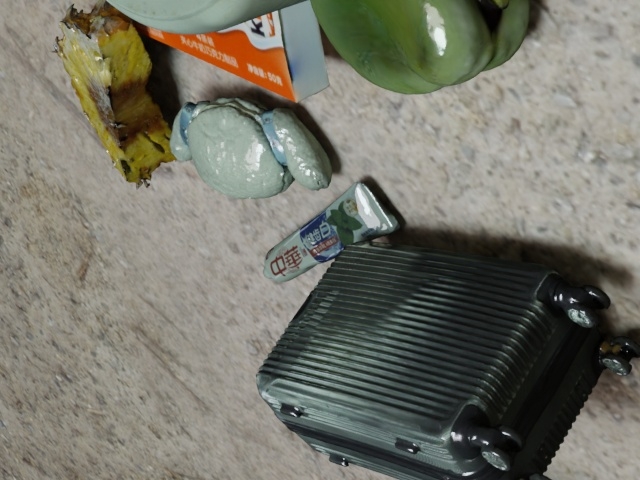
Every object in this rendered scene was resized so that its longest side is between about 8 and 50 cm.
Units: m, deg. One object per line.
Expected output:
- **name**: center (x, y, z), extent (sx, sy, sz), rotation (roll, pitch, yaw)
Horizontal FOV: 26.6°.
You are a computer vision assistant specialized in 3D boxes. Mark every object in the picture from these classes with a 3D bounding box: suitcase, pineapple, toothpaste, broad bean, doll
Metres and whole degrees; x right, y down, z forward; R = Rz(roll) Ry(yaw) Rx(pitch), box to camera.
- **suitcase**: center (0.101, 0.110, 1.183), extent (0.312, 0.202, 0.128), rotation (9, 147, 49)
- **pineapple**: center (-0.219, -0.174, 1.426), extent (0.135, 0.079, 0.233), rotation (43, 156, 34)
- **toothpaste**: center (0.000, 0.000, 1.366), extent (0.060, 0.038, 0.233), rotation (54, 145, -3)
- **broad bean**: center (0.063, -0.196, 1.055), extent (0.228, 0.100, 0.169), rotation (4, 115, 52)
- **doll**: center (-0.078, -0.092, 1.346), extent (0.214, 0.071, 0.103), rotation (13, 131, 41)

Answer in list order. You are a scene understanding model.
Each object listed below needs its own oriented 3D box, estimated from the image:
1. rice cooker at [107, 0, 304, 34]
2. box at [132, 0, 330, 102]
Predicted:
- **rice cooker**: center (-0.054, -0.265, 0.926), extent (0.226, 0.244, 0.226), rotation (20, 122, 35)
- **box**: center (-0.110, -0.280, 1.213), extent (0.273, 0.048, 0.265), rotation (29, 140, 46)
